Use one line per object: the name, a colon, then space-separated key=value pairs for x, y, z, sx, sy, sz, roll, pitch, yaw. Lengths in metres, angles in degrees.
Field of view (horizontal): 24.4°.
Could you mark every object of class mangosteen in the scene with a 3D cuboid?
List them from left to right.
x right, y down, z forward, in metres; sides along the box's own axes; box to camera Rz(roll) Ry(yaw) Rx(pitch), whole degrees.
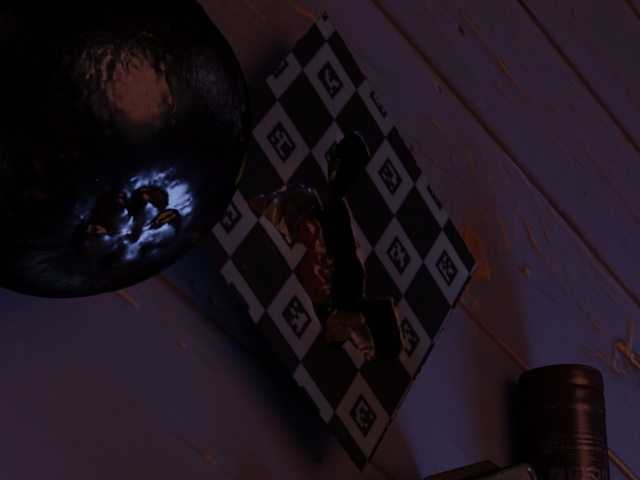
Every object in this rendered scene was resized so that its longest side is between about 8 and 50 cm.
mangosteen: x=-0.195 y=-0.096 z=1.145 sx=0.288 sy=0.288 sz=0.288 roll=24 pitch=57 yaw=-44

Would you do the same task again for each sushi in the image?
sushi: x=0.000 y=0.000 z=1.503 sx=0.343 sy=0.064 sz=0.359 roll=57 pitch=40 yaw=-20

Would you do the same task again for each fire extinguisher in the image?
fire extinguisher: x=0.268 y=0.317 z=1.689 sx=0.138 sy=0.102 sz=0.343 roll=7 pitch=67 yaw=-15

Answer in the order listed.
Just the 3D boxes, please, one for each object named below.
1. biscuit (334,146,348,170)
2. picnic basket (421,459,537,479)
biscuit: x=0.053 y=-0.067 z=1.633 sx=0.071 sy=0.018 sz=0.147 roll=-37 pitch=105 yaw=-52
picnic basket: x=0.147 y=0.359 z=1.471 sx=0.165 sy=0.139 sz=0.266 roll=-7 pitch=81 yaw=-52
